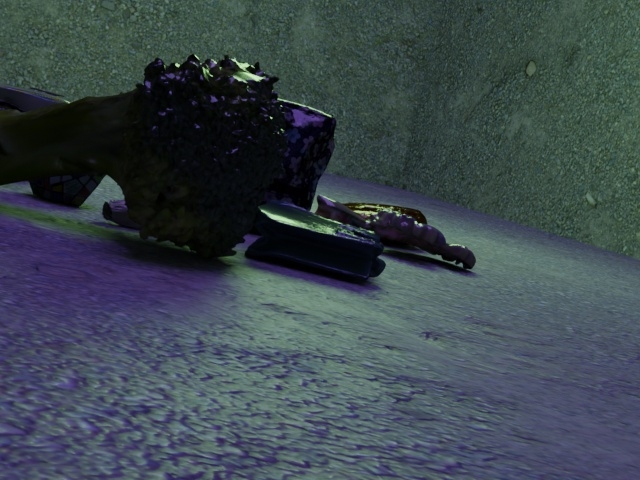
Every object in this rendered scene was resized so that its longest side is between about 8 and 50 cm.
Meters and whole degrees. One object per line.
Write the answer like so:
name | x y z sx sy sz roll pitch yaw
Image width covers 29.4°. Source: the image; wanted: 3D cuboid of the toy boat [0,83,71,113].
toy boat | -0.461 -0.161 1.798 0.269 0.140 0.141 13 5 -22

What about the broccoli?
broccoli | -0.228 -0.105 1.375 0.397 0.274 0.353 8 -22 -24

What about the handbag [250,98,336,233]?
handbag | -0.101 -0.115 1.807 0.229 0.207 0.127 18 -10 -15

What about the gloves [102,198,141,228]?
gloves | -0.241 -0.032 1.522 0.081 0.037 0.044 15 38 -42

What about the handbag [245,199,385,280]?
handbag | 0.000 0.000 1.589 0.179 0.062 0.229 13 6 3

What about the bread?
bread | 0.100 -0.030 2.152 0.193 0.064 0.193 7 6 -1

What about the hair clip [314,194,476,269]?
hair clip | 0.103 -0.017 1.957 0.300 0.069 0.173 11 6 -18

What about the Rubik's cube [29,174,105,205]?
Rubik's cube | -0.338 -0.098 1.624 0.111 0.111 0.093 13 -20 2
